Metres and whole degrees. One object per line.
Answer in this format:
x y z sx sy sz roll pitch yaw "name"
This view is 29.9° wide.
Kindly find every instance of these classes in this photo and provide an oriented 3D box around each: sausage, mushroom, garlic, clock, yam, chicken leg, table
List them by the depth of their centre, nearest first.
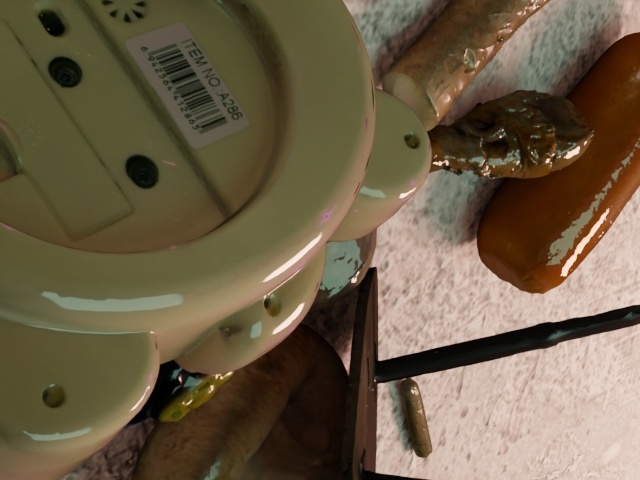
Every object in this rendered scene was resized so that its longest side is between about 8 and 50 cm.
-0.110 -0.058 0.603 0.309 0.284 0.114 -30 171 -37 "clock"
0.005 0.004 0.921 0.152 0.066 0.084 -44 138 -13 "garlic"
-0.052 0.196 0.924 0.278 0.146 0.278 -26 120 -58 "mushroom"
0.152 0.194 0.935 0.317 0.249 0.317 1 90 -84 "table"
0.156 -0.203 0.945 0.299 0.066 0.066 -48 141 -12 "yam"
0.132 -0.081 0.995 0.198 0.085 0.069 -12 149 -26 "chicken leg"
0.246 -0.075 1.093 0.274 0.105 0.105 -52 141 -6 "sausage"
0.093 0.173 1.167 0.021 0.021 0.116 -39 139 -22 "yam"

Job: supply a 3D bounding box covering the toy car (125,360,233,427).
-0.189 0.067 0.678 0.314 0.198 0.166 -35 170 -30 "toy car"
